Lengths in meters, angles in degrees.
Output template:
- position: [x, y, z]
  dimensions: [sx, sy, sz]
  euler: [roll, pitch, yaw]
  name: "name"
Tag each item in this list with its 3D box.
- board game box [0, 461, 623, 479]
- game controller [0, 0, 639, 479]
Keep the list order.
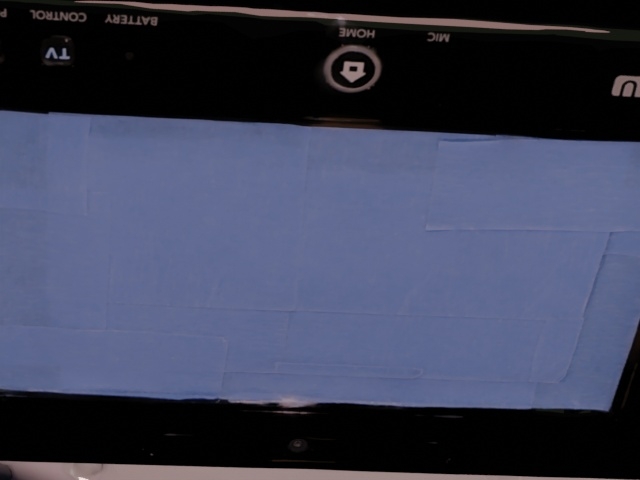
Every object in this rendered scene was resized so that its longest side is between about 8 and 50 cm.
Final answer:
- position: [0.111, 0.047, 0.549]
  dimensions: [0.390, 0.050, 0.390]
  euler: [-42, 106, 13]
  name: "board game box"
- position: [0.000, 0.000, 0.440]
  dimensions: [0.319, 0.067, 0.166]
  euler: [2, 142, -6]
  name: "game controller"
